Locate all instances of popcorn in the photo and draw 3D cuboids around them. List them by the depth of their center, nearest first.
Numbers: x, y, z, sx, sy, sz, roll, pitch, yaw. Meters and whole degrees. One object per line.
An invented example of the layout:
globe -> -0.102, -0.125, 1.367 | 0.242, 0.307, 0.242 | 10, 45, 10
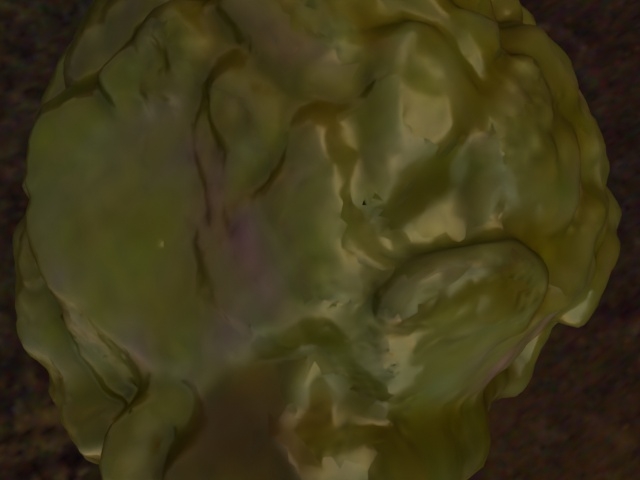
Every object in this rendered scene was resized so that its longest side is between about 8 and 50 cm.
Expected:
popcorn -> 0.000, 0.000, 0.694 | 0.259, 0.212, 0.259 | 9, 103, 41
